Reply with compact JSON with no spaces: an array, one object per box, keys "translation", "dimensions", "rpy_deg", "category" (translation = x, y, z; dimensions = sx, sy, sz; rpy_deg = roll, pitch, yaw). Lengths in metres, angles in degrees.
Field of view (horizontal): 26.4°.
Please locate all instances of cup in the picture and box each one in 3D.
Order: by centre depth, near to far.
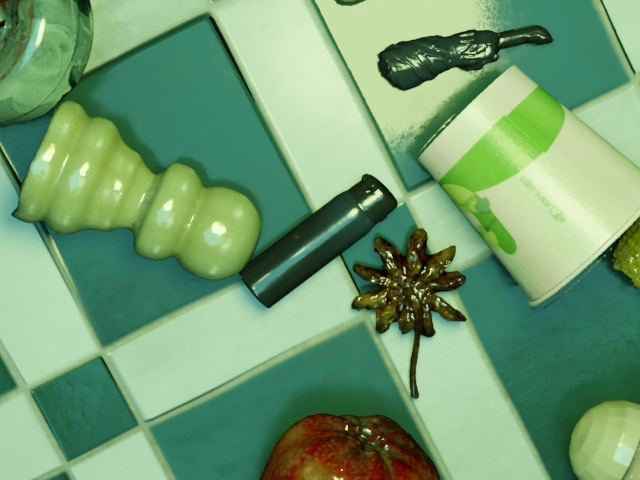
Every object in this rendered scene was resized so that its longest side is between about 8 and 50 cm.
[{"translation":[0.293,-0.085,1.874],"dimensions":[0.253,0.253,0.274],"rpy_deg":[-43,88,4],"category":"cup"}]

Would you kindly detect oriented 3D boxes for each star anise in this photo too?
[{"translation":[0.145,0.094,1.971],"dimensions":[0.177,0.073,0.234],"rpy_deg":[-32,103,12],"category":"star anise"}]

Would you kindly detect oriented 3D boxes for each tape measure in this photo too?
[{"translation":[-0.447,-0.282,1.845],"dimensions":[0.275,0.147,0.256],"rpy_deg":[-30,76,19],"category":"tape measure"}]

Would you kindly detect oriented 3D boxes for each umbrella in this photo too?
[{"translation":[0.205,-0.270,1.941],"dimensions":[0.248,0.071,0.070],"rpy_deg":[-15,96,-5],"category":"umbrella"}]

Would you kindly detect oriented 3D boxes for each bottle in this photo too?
[{"translation":[0.000,0.000,1.958],"dimensions":[0.244,0.072,0.082],"rpy_deg":[-38,137,4],"category":"bottle"}]

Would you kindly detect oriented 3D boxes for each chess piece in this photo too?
[{"translation":[-0.243,-0.051,1.910],"dimensions":[0.330,0.182,0.182],"rpy_deg":[24,96,-8],"category":"chess piece"}]

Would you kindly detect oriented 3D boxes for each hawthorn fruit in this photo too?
[{"translation":[0.024,0.393,1.936],"dimensions":[0.254,0.254,0.300],"rpy_deg":[20,120,-2],"category":"hawthorn fruit"}]

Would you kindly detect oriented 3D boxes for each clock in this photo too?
[{"translation":[0.551,0.351,1.955],"dimensions":[0.342,0.184,0.325],"rpy_deg":[-20,91,-3],"category":"clock"}]

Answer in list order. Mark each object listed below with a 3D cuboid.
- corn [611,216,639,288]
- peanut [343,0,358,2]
[{"translation":[0.543,-0.071,1.911],"dimensions":[0.131,0.131,0.344],"rpy_deg":[36,107,-4],"category":"corn"},{"translation":[0.085,-0.449,1.884],"dimensions":[0.137,0.122,0.253],"rpy_deg":[33,99,-33],"category":"peanut"}]
